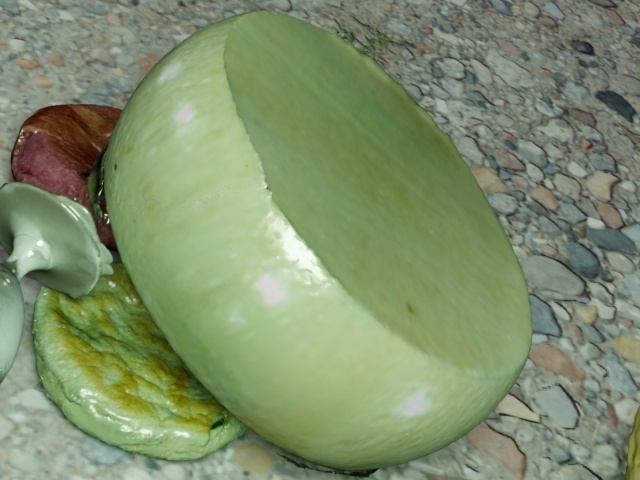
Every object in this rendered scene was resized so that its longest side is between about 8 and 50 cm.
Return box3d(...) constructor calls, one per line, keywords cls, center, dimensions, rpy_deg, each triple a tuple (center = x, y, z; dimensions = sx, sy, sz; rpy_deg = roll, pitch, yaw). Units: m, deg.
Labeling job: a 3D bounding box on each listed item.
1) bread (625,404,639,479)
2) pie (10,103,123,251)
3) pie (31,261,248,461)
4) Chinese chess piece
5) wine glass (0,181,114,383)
box3d(cls="bread", center=(0.338, 0.211, 1.198), dimensions=(0.244, 0.134, 0.244), rpy_deg=(19, 41, -17))
box3d(cls="pie", center=(-0.159, -0.050, 1.230), dimensions=(0.182, 0.050, 0.182), rpy_deg=(17, 30, -10))
box3d(cls="pie", center=(-0.121, 0.084, 1.119), dimensions=(0.187, 0.041, 0.187), rpy_deg=(18, 38, -15))
box3d(cls="Chinese chess piece", center=(0.000, 0.000, 1.127), dimensions=(0.349, 0.146, 0.349), rpy_deg=(38, 29, -26))
box3d(cls="wine glass", center=(-0.239, 0.060, 1.001), dimensions=(0.103, 0.103, 0.222), rpy_deg=(35, 51, 7))
